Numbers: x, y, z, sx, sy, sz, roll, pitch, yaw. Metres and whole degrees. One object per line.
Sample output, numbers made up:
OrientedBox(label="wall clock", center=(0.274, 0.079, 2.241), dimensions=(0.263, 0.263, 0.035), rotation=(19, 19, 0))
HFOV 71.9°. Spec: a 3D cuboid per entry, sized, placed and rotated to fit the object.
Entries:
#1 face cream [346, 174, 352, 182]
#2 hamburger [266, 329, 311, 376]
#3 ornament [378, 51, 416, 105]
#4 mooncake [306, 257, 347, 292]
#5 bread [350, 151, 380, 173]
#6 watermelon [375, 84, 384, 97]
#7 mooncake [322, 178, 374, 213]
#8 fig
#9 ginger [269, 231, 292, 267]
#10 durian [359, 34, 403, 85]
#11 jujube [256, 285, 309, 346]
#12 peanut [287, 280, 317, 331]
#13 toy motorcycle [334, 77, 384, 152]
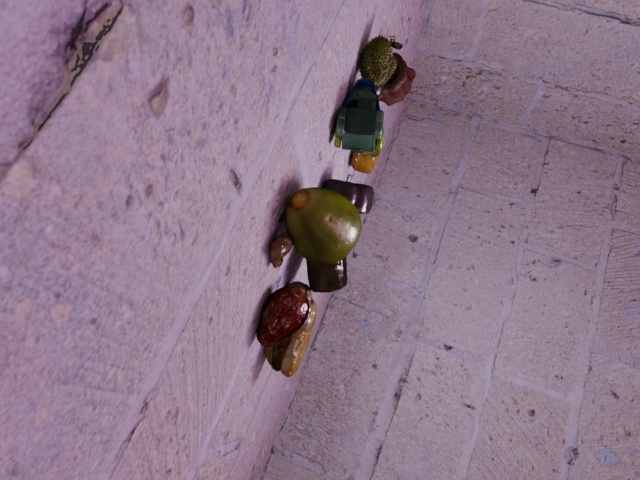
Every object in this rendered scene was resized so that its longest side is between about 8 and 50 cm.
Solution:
OrientedBox(label="face cream", center=(0.155, -0.328, 2.471), dimensions=(0.040, 0.021, 0.083), rotation=(-27, 136, -75))
OrientedBox(label="hamburger", center=(-0.134, 0.409, 1.885), dimensions=(0.209, 0.162, 0.329), rotation=(56, 57, -74))
OrientedBox(label="ornament", center=(0.329, -0.780, 2.092), dimensions=(0.235, 0.221, 0.217), rotation=(-27, 177, 15))
OrientedBox(label="mooncake", center=(0.027, 0.077, 1.878), dimensions=(0.290, 0.161, 0.290), rotation=(-5, 90, -84))
OrientedBox(label="bread", center=(0.238, -0.432, 2.367), dimensions=(0.229, 0.143, 0.139), rotation=(-46, 153, -63))
OrientedBox(label="watermelon", center=(0.236, -0.688, 1.955), dimensions=(0.133, 0.105, 0.105), rotation=(-55, -179, 37))
OrientedBox(label="mooncake", center=(0.116, -0.190, 1.921), dimensions=(0.245, 0.245, 0.133), rotation=(-26, 126, -77))
OrientedBox(label="fig", center=(-0.004, -0.058, 1.492), dimensions=(0.326, 0.258, 0.258), rotation=(38, 70, -60))
OrientedBox(label="ginger", center=(-0.133, 0.027, 1.453), dimensions=(0.165, 0.067, 0.096), rotation=(122, -13, -63))
OrientedBox(label="durian", center=(0.226, -0.723, 1.769), dimensions=(0.159, 0.146, 0.198), rotation=(-26, 131, -54))
OrientedBox(label="jujube", center=(-0.145, 0.282, 1.622), dimensions=(0.236, 0.168, 0.168), rotation=(-54, 172, 6))
OrientedBox(label="peanut", center=(-0.086, 0.260, 1.808), dimensions=(0.290, 0.130, 0.130), rotation=(-114, -144, -63))
OrientedBox(label="toy motorcycle", center=(0.165, -0.517, 1.760), dimensions=(0.200, 0.191, 0.326), rotation=(88, 8, -58))
